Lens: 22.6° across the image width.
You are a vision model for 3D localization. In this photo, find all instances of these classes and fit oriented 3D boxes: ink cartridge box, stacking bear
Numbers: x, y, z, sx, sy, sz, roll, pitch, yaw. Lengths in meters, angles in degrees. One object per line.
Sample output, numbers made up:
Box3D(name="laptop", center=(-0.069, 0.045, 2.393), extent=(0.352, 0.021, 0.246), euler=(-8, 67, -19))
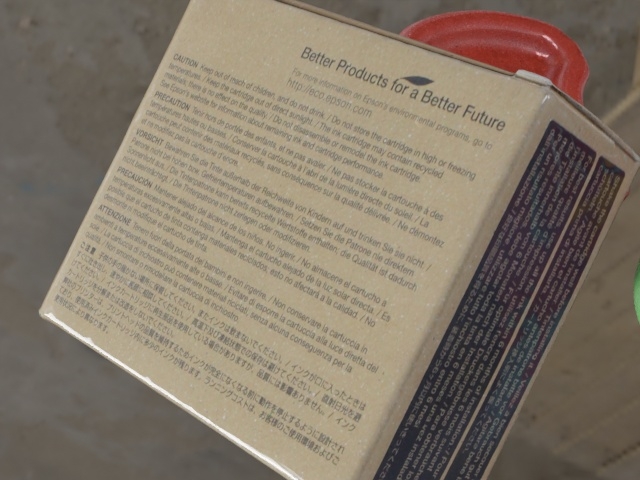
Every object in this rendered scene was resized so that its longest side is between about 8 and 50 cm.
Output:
Box3D(name="ink cartridge box", center=(0.000, 0.000, 0.733), extent=(0.235, 0.193, 0.088), euler=(27, 179, 45))
Box3D(name="stacking bear", center=(0.064, -0.007, 1.143), extent=(0.164, 0.175, 0.289), euler=(8, 138, -22))

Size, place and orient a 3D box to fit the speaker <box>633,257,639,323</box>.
Box3D(name="speaker", center=(0.323, 0.026, 0.991), extent=(0.131, 0.131, 0.296), euler=(27, 165, -19))
